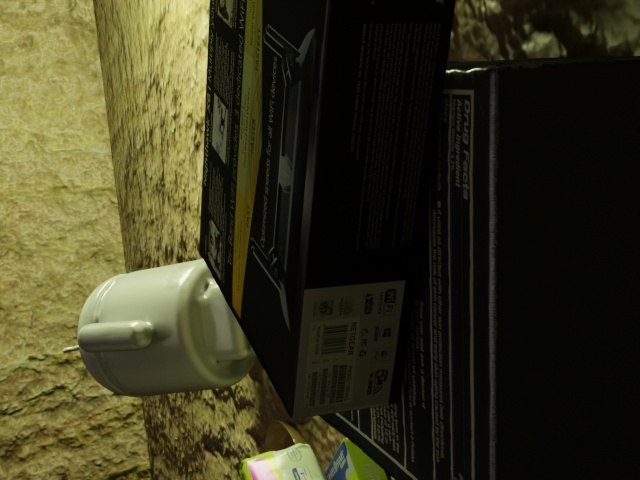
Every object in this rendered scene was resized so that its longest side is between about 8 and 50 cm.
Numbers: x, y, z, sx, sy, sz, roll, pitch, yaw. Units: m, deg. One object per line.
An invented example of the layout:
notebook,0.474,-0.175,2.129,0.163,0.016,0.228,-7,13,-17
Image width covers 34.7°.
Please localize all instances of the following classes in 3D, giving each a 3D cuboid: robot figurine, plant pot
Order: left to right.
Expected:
robot figurine,-0.236,0.140,1.611,0.353,0.300,0.199,-11,82,31
plant pot,-0.034,0.381,1.513,0.236,0.032,0.236,173,90,-71

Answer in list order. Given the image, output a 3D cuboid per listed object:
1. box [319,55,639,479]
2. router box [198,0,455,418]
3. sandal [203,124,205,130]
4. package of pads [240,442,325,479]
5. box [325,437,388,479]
box,0.125,0.022,0.722,0.294,0.183,0.296,-155,61,-68
router box,-0.011,-0.077,0.693,0.243,0.081,0.308,-128,39,-56
sandal,-0.138,-0.157,1.551,0.240,0.079,0.088,102,153,-42
package of pads,-0.012,0.426,1.272,0.229,0.101,0.296,-122,19,-58
box,0.054,0.317,1.233,0.109,0.042,0.178,111,145,-52
